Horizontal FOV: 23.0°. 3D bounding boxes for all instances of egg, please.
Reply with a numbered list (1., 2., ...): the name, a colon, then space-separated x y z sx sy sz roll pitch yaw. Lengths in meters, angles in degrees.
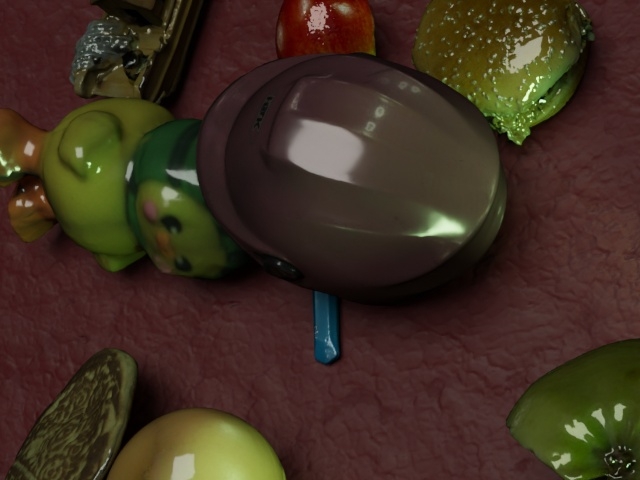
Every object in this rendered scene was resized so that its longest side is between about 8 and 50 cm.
1. egg: -0.132 0.278 1.655 0.201 0.244 0.201 3 48 -3

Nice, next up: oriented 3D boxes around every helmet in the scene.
1. helmet: 0.047 -0.076 1.663 0.338 0.197 0.271 28 75 -10

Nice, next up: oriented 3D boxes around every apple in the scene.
1. apple: 0.330 0.226 1.462 0.233 0.258 0.295 -26 63 11

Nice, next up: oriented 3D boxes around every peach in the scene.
1. peach: 0.007 -0.233 1.850 0.151 0.118 0.151 -9 74 33

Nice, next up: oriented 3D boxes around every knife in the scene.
1. knife: 0.001 0.001 1.818 0.044 0.026 0.296 -9 70 22

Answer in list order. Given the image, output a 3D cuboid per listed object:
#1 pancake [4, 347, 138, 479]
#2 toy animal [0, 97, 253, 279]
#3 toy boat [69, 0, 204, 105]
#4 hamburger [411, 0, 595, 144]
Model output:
1. pancake: -0.286 0.227 1.770 0.250 0.031 0.250 -41 25 24
2. toy animal: -0.207 -0.071 1.838 0.338 0.216 0.191 11 48 23
3. toy boat: -0.206 -0.377 1.968 0.136 0.162 0.445 8 74 27
4. hamburger: 0.196 -0.228 1.769 0.189 0.122 0.215 -48 58 2
